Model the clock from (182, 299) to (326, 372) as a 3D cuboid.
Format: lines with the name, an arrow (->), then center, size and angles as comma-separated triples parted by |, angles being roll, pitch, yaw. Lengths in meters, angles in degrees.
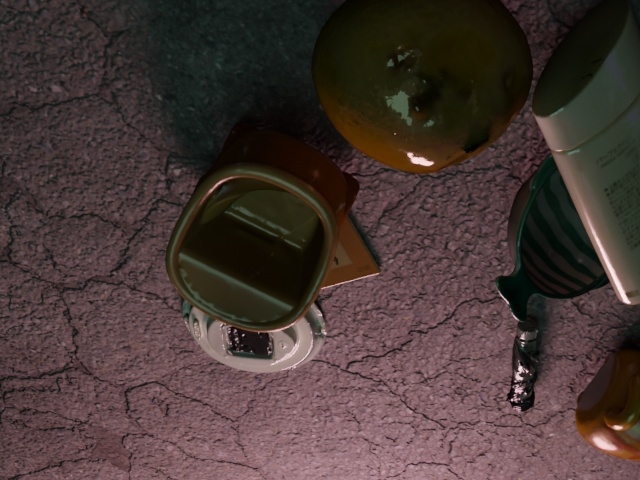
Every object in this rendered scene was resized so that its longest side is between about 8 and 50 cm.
clock -> -0.110, 0.145, 1.496 | 0.237, 0.053, 0.236 | 7, 132, 7

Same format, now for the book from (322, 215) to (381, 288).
book -> 0.000, 0.000, 1.367 | 0.118, 0.012, 0.172 | -15, 127, 24

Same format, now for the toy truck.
toy truck -> -0.076, -0.016, 1.225 | 0.204, 0.211, 0.288 | 27, 124, -5

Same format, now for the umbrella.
umbrella -> 0.317, 0.197, 1.454 | 0.046, 0.050, 0.188 | -11, 132, -7

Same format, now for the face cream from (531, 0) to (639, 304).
face cream -> 0.358, -0.095, 1.113 | 0.081, 0.173, 0.348 | 22, 152, 54

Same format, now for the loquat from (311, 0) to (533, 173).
loquat -> 0.106, -0.192, 1.037 | 0.244, 0.243, 0.243 | 6, 133, 7

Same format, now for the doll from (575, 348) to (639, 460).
doll -> 0.514, 0.269, 1.407 | 0.270, 0.162, 0.166 | 18, 119, -18

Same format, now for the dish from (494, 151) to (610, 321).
dish -> 0.294, -0.017, 1.198 | 0.078, 0.246, 0.224 | 30, 161, 54
